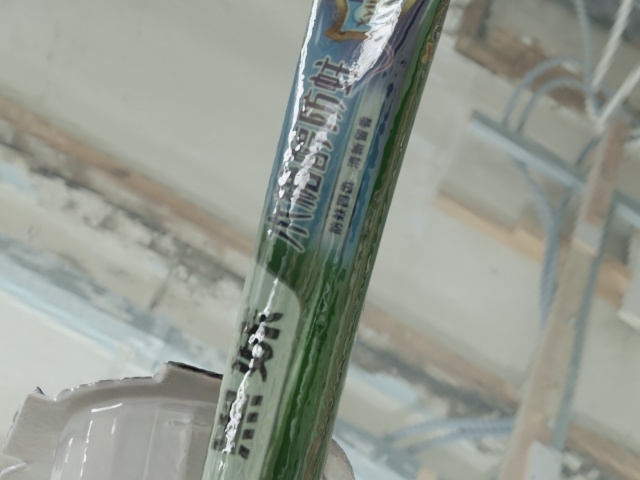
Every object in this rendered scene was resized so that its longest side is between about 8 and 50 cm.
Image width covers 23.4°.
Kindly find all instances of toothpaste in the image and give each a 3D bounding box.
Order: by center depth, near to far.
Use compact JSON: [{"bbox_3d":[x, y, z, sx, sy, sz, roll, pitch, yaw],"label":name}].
[{"bbox_3d":[0.000,0.000,0.837,0.098,0.392,0.061,9,172,38],"label":"toothpaste"}]

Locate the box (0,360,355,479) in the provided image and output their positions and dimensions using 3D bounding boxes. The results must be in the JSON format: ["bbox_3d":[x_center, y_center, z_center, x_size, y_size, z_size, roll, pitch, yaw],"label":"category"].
[{"bbox_3d":[-0.130,0.242,1.090,0.291,0.262,0.206,-9,-132,21],"label":"box"}]
